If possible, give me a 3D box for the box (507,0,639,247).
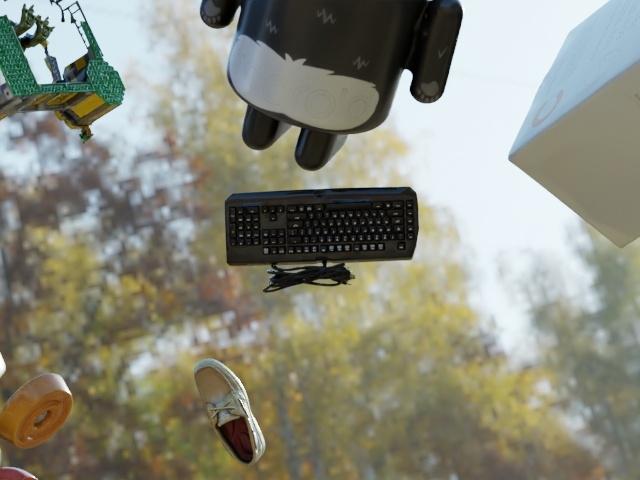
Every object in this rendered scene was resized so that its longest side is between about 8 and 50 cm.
[{"bbox_3d":[0.381,-0.176,1.753,0.168,0.215,0.345,38,-36,-11],"label":"box"}]

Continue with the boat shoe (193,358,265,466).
[{"bbox_3d":[-0.105,0.199,1.988,0.050,0.135,0.045,-29,10,11],"label":"boat shoe"}]

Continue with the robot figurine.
[{"bbox_3d":[0.009,-0.212,1.665,0.209,0.173,0.278,4,-62,-26],"label":"robot figurine"}]

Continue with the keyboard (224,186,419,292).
[{"bbox_3d":[0.000,0.000,1.674,0.192,0.100,0.038,-3,5,11],"label":"keyboard"}]

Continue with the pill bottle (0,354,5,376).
[{"bbox_3d":[-0.400,-0.001,1.512,0.176,0.318,0.176,-22,10,4],"label":"pill bottle"}]

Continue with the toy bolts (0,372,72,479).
[{"bbox_3d":[-0.425,0.230,2.108,0.218,0.158,0.228,-38,-28,-23],"label":"toy bolts"}]

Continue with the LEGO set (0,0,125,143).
[{"bbox_3d":[-0.395,-0.230,1.947,0.192,0.331,0.255,-28,2,29],"label":"LEGO set"}]
